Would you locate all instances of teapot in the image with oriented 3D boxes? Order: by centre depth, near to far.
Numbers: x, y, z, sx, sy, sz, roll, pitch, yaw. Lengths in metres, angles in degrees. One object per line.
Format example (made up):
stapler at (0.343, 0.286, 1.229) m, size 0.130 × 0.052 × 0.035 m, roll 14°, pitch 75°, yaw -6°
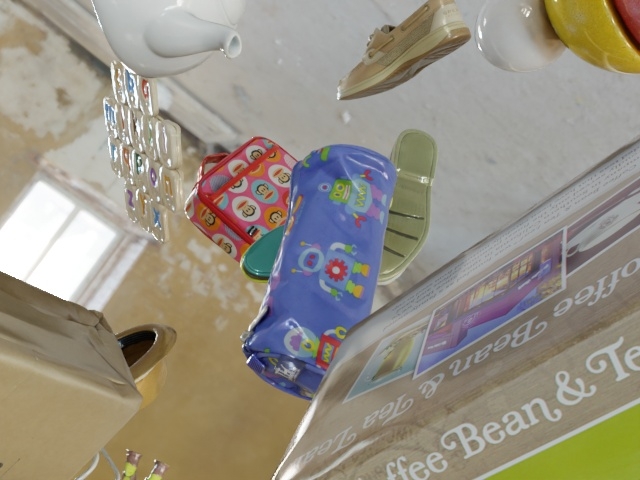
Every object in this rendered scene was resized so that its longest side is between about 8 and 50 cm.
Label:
teapot at (-0.175, -0.339, 1.013) m, size 0.252 × 0.187 × 0.255 m, roll -64°, pitch -38°, yaw -80°

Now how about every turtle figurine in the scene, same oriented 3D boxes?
turtle figurine at (-0.454, 0.600, 1.829) m, size 0.270 × 0.217 × 0.087 m, roll 16°, pitch 160°, yaw 13°

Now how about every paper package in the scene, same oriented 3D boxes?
paper package at (-0.399, 0.176, 0.762) m, size 0.168 × 0.325 × 0.309 m, roll 48°, pitch -175°, yaw 38°

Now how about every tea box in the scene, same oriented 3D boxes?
tea box at (0.204, 0.141, 0.468) m, size 0.323 × 0.329 × 0.220 m, roll 49°, pitch -151°, yaw -8°

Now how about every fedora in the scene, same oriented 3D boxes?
fedora at (-0.287, 0.201, 1.168) m, size 0.194 × 0.194 × 0.079 m, roll 15°, pitch 134°, yaw 56°

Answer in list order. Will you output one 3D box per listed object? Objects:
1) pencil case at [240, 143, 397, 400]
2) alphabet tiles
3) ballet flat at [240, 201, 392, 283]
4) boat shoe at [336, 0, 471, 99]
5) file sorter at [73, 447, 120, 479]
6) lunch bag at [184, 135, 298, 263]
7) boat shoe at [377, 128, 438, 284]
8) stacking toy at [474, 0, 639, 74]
pencil case at (0.000, 0.031, 0.914) m, size 0.133 × 0.306 × 0.119 m, roll 22°, pitch 153°, yaw -14°
alphabet tiles at (-0.288, -0.146, 1.287) m, size 0.284 × 0.021 × 0.277 m, roll 29°, pitch 127°, yaw 51°
ballet flat at (0.000, 0.000, 1.030) m, size 0.077 × 0.231 × 0.077 m, roll 48°, pitch 158°, yaw 22°
boat shoe at (0.156, -0.391, 1.637) m, size 0.341 × 0.122 × 0.110 m, roll -24°, pitch 87°, yaw 42°
file sorter at (-0.450, 0.296, 1.162) m, size 0.173 × 0.193 × 0.277 m, roll 34°, pitch 154°, yaw 47°
lunch bag at (-0.155, -0.102, 1.762) m, size 0.258 × 0.293 × 0.120 m, roll 41°, pitch 135°, yaw 2°
boat shoe at (0.129, -0.045, 1.361) m, size 0.113 × 0.302 × 0.103 m, roll 24°, pitch 151°, yaw -1°
stacking toy at (0.369, -0.289, 0.868) m, size 0.351 × 0.350 × 0.480 m, roll 40°, pitch 145°, yaw -28°
